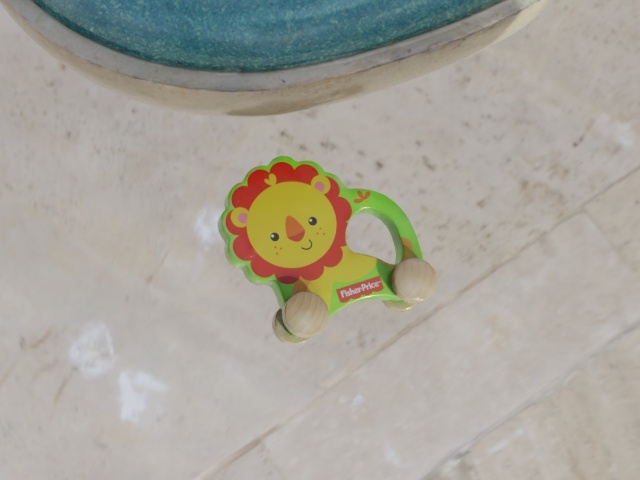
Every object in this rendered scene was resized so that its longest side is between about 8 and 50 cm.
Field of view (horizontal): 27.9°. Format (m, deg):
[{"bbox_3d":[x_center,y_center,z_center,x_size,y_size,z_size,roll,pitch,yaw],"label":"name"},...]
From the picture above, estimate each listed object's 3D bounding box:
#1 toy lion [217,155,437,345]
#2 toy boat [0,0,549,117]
[{"bbox_3d":[0.000,0.000,0.676,0.100,0.034,0.096,-16,81,-17],"label":"toy lion"},{"bbox_3d":[-0.040,-0.208,0.602,0.267,0.148,0.318,-17,64,-9],"label":"toy boat"}]
